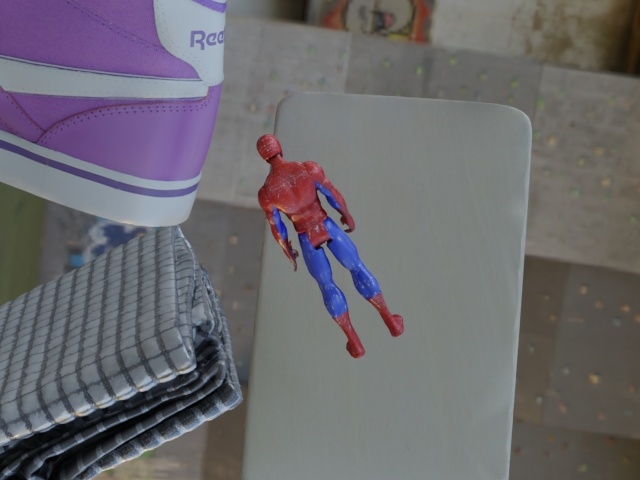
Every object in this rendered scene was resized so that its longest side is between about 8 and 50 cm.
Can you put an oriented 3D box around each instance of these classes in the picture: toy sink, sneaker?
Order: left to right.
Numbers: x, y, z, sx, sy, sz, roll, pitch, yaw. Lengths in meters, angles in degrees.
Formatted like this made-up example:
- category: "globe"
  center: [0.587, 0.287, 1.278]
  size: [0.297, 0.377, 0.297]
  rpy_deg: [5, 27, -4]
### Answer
- category: "sneaker"
  center: [-0.181, -0.123, 0.565]
  size: [0.102, 0.282, 0.161]
  rpy_deg: [-73, 178, -68]
- category: "toy sink"
  center: [0.041, 0.040, 0.697]
  size: [0.131, 0.153, 0.234]
  rpy_deg: [67, 27, -82]

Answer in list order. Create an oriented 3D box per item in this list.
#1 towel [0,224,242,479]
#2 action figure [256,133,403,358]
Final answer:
- category: "towel"
  center: [-0.193, 0.112, 0.982]
  size: [0.284, 0.235, 0.121]
  rpy_deg: [-117, -178, -69]
- category: "action figure"
  center: [0.000, 0.000, 0.528]
  size: [0.115, 0.038, 0.030]
  rpy_deg: [61, 4, -22]
